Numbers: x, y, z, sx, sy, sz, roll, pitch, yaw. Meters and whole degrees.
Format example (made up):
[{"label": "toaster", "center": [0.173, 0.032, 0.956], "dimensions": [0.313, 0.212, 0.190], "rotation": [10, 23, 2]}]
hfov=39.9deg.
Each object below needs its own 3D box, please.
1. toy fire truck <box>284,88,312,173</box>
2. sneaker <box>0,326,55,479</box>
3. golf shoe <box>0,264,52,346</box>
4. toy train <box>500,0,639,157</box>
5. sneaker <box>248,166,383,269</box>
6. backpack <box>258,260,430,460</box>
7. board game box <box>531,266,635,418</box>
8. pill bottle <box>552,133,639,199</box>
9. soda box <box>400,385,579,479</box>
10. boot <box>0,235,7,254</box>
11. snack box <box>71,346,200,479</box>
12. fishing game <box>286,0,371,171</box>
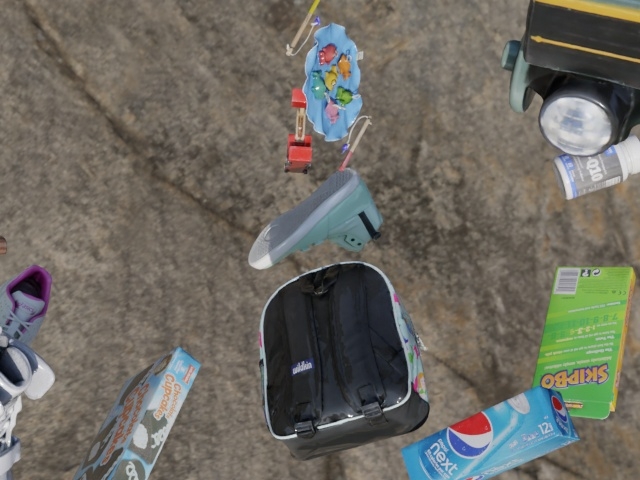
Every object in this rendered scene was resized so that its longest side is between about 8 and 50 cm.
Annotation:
[{"label": "toy fire truck", "center": [-0.038, -0.204, 1.667], "dimensions": [0.047, 0.192, 0.135], "rotation": [4, 85, -4]}, {"label": "sneaker", "center": [-0.495, 0.285, 1.305], "dimensions": [0.137, 0.210, 0.366], "rotation": [-31, 105, -62]}, {"label": "golf shoe", "center": [-0.544, 0.161, 1.503], "dimensions": [0.115, 0.140, 0.306], "rotation": [32, 36, -24]}, {"label": "toy train", "center": [0.233, -0.209, 0.620], "dimensions": [0.142, 0.190, 0.334], "rotation": [20, 53, 19]}, {"label": "sneaker", "center": [0.001, 0.000, 1.615], "dimensions": [0.151, 0.256, 0.094], "rotation": [51, 2, -33]}, {"label": "backpack", "center": [0.032, 0.165, 1.239], "dimensions": [0.191, 0.225, 0.253], "rotation": [53, 22, -56]}, {"label": "board game box", "center": [0.408, 0.157, 1.369], "dimensions": [0.039, 0.124, 0.259], "rotation": [53, 48, -42]}, {"label": "pill bottle", "center": [0.465, -0.125, 1.474], "dimensions": [0.078, 0.137, 0.078], "rotation": [-19, 90, -83]}, {"label": "soda box", "center": [0.211, 0.258, 1.113], "dimensions": [0.071, 0.210, 0.067], "rotation": [23, 42, -50]}, {"label": "boot", "center": [-0.464, 0.005, 1.095], "dimensions": [0.114, 0.106, 0.037], "rotation": [-6, 95, -40]}, {"label": "snack box", "center": [-0.329, 0.343, 1.494], "dimensions": [0.060, 0.187, 0.322], "rotation": [41, 41, -18]}, {"label": "fishing game", "center": [0.030, -0.250, 1.398], "dimensions": [0.189, 0.041, 0.264], "rotation": [-62, 143, -35]}]
